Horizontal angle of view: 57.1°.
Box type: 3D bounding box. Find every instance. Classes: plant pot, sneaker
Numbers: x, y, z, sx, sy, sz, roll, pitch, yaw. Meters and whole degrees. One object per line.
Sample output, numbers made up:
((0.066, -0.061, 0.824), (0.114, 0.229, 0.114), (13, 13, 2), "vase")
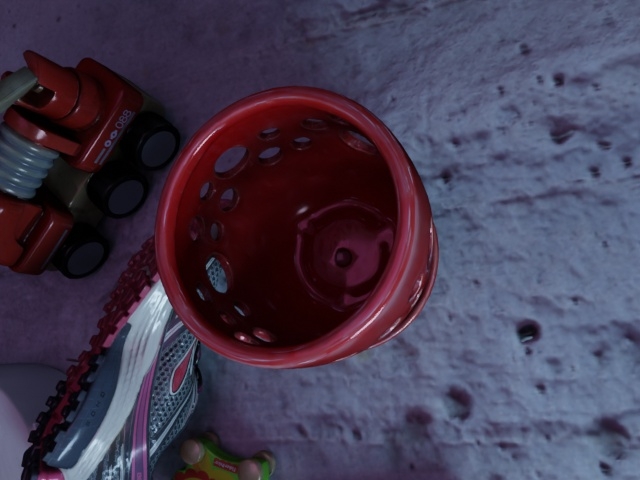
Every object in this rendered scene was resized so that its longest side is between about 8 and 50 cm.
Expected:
((0.000, 0.000, 0.458), (0.191, 0.174, 0.191), (-4, 80, 22), "plant pot")
((-0.148, 0.094, 0.545), (0.121, 0.112, 0.299), (4, 64, 59), "sneaker")

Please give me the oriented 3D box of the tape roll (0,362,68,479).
((-0.343, 0.267, 0.595), (0.286, 0.100, 0.286), (-4, 79, 22), "tape roll")

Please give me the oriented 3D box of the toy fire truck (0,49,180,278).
((-0.269, -0.073, 0.541), (0.158, 0.246, 0.217), (38, 96, 24), "toy fire truck")

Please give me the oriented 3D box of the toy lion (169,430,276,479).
((-0.096, 0.232, 0.539), (0.100, 0.034, 0.096), (9, 92, 23), "toy lion")
